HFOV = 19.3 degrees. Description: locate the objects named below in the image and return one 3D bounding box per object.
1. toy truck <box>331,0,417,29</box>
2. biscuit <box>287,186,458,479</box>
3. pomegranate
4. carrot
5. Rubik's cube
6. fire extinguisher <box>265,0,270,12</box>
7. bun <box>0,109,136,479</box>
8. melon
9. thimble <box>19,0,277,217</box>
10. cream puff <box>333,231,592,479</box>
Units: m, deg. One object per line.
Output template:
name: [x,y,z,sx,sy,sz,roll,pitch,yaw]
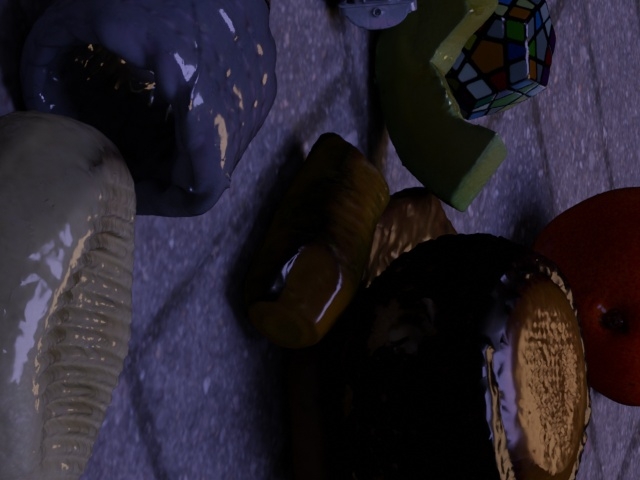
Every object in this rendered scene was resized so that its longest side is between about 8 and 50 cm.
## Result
toy truck: [0.043,-0.222,1.481,0.077,0.076,0.111,-72,159,-75]
biscuit: [0.058,0.129,1.553,0.359,0.046,0.359,2,90,-66]
pomegranate: [0.316,0.052,1.916,0.256,0.221,0.221,-11,102,-81]
carrot: [0.000,0.000,1.380,0.173,0.082,0.082,-64,146,-36]
Rubik's cube: [0.140,-0.170,1.634,0.133,0.133,0.112,-56,168,-49]
fire extinguisher: [-0.062,-0.192,1.288,0.132,0.039,0.056,14,88,-65]
bun: [-0.173,0.033,0.974,0.222,0.127,0.222,7,90,-85]
melon: [0.099,-0.130,1.543,0.064,0.118,0.209,6,67,-60]
thimble: [-0.100,-0.096,1.103,0.118,0.127,0.151,-59,140,-44]
cream puff: [0.103,0.113,1.404,0.239,0.164,0.239,6,83,-61]
